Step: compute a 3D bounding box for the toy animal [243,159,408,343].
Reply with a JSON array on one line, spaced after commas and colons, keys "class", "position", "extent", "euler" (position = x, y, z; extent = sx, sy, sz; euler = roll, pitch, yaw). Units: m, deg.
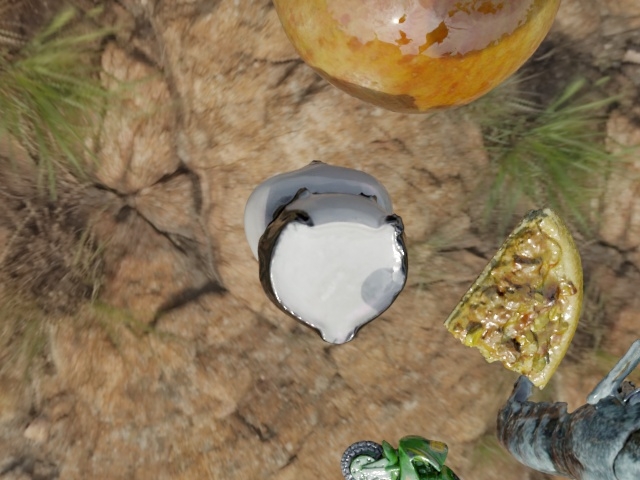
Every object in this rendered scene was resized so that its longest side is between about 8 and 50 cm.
[{"class": "toy animal", "position": [0.001, -0.006, 1.246], "extent": [0.187, 0.235, 0.165], "euler": [1, 118, -11]}]

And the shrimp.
[{"class": "shrimp", "position": [0.318, 0.207, 1.052], "extent": [0.166, 0.410, 0.221], "euler": [-25, 98, -36]}]

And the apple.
[{"class": "apple", "position": [0.135, -0.366, 1.325], "extent": [0.400, 0.333, 0.400], "euler": [26, 51, -37]}]

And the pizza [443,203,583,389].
[{"class": "pizza", "position": [0.365, 0.098, 1.688], "extent": [0.258, 0.087, 0.268], "euler": [29, 98, -40]}]

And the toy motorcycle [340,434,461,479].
[{"class": "toy motorcycle", "position": [0.109, 0.265, 1.036], "extent": [0.106, 0.074, 0.190], "euler": [-38, 96, 12]}]
